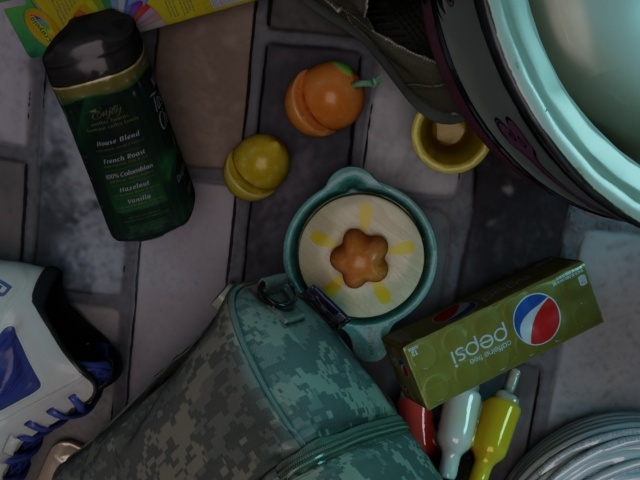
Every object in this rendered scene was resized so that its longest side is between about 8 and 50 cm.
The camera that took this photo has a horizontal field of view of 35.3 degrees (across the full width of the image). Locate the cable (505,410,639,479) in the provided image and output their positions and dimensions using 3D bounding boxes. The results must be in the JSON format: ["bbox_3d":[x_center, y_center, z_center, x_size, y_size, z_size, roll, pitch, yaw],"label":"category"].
[{"bbox_3d":[0.285,0.285,0.922,0.257,0.089,0.257,37,101,-4],"label":"cable"}]

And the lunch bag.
[{"bbox_3d":[-0.071,0.209,0.840,0.305,0.212,0.256,-44,71,22],"label":"lunch bag"}]

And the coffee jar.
[{"bbox_3d":[-0.168,-0.098,0.851,0.079,0.096,0.184,-15,119,4],"label":"coffee jar"}]

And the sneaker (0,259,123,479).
[{"bbox_3d":[-0.277,0.156,0.910,0.182,0.127,0.315,4,94,4],"label":"sneaker"}]

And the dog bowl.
[{"bbox_3d":[0.253,-0.193,0.730,0.408,0.150,0.408,0,89,-21],"label":"dog bowl"}]

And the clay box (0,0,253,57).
[{"bbox_3d":[-0.164,-0.240,0.843,0.222,0.053,0.127,-13,130,7],"label":"clay box"}]

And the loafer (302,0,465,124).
[{"bbox_3d":[0.051,-0.207,0.813,0.094,0.087,0.251,-42,79,-12],"label":"loafer"}]

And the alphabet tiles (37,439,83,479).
[{"bbox_3d":[-0.236,0.346,1.006,0.284,0.021,0.278,24,99,-1],"label":"alphabet tiles"}]

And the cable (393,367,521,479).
[{"bbox_3d":[0.102,0.241,0.877,0.139,0.072,0.287,1,62,12],"label":"cable"}]

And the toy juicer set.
[{"bbox_3d":[0.000,0.000,0.886,0.209,0.089,0.329,21,102,0],"label":"toy juicer set"}]

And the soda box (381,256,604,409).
[{"bbox_3d":[0.149,0.078,0.875,0.181,0.058,0.061,-24,100,-12],"label":"soda box"}]
